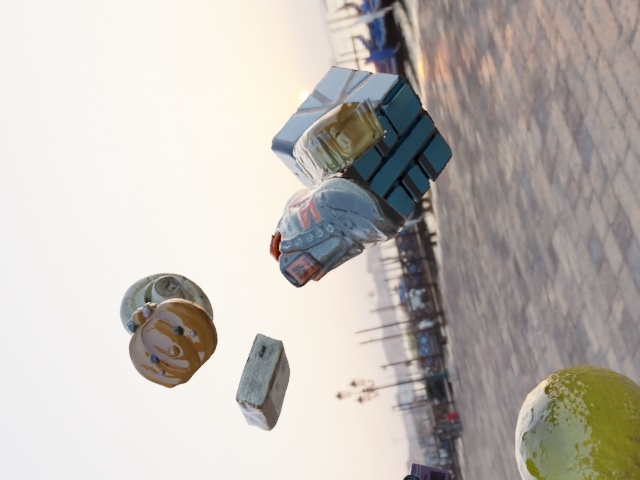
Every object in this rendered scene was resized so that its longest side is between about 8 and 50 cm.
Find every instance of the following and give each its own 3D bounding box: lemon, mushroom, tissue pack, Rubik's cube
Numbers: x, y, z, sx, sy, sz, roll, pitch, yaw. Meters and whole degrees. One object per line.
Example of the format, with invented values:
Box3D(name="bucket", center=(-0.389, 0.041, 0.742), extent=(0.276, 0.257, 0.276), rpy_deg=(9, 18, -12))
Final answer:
Box3D(name="lemon", center=(0.458, 0.351, 1.221), extent=(0.310, 0.254, 0.253), rpy_deg=(-68, -32, -53))
Box3D(name="mushroom", center=(-0.430, 0.192, 2.007), extent=(0.234, 0.260, 0.253), rpy_deg=(94, 171, -55))
Box3D(name="tissue pack", center=(-0.138, 0.361, 1.808), extent=(0.226, 0.092, 0.183), rpy_deg=(88, -161, -61))
Box3D(name="Rubik's cube", center=(0.101, -0.226, 1.772), extent=(0.294, 0.288, 0.283), rpy_deg=(20, 158, 50))

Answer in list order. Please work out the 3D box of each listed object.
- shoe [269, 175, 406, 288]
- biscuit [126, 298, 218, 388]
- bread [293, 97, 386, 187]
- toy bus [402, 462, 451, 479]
Box3D(name="shoe", center=(0.000, 0.000, 1.223), extent=(0.132, 0.171, 0.336), rpy_deg=(40, 161, -22))
Box3D(name="biscuit", center=(-0.279, 0.182, 1.314), extent=(0.050, 0.170, 0.170), rpy_deg=(-67, -37, -81))
Box3D(name="bread", center=(0.028, -0.182, 1.370), extent=(0.107, 0.136, 0.241), rpy_deg=(51, 169, -5))
Box3D(name="toy bus", center=(0.184, 0.491, 1.266), extent=(0.178, 0.099, 0.086), rpy_deg=(-76, -8, -46))
